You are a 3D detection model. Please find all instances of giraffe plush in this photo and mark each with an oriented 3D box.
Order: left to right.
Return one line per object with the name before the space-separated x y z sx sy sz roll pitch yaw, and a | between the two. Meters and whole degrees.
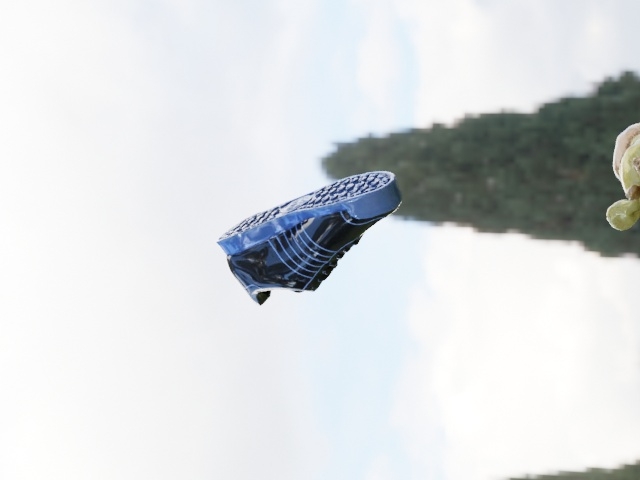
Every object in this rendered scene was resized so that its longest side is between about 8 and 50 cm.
giraffe plush | 0.386 -0.069 1.833 0.210 0.170 0.181 13 97 63

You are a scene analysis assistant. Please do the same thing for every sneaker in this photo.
sneaker | 0.000 0.000 1.763 0.090 0.232 0.081 61 -141 -13
